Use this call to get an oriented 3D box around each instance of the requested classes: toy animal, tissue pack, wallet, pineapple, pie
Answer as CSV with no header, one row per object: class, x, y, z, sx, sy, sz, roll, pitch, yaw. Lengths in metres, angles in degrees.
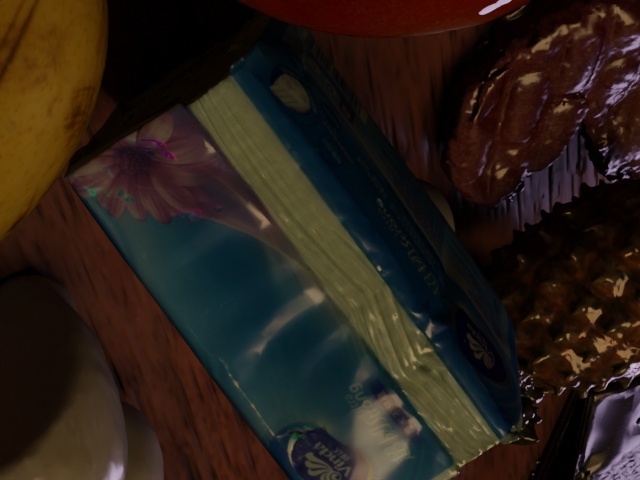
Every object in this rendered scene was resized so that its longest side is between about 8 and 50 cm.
toy animal,-0.188,0.217,1.246,0.196,0.241,0.368,-22,144,-5
tissue pack,-0.009,0.009,1.046,0.146,0.198,0.263,-33,102,12
wallet,0.320,0.206,1.721,0.221,0.071,0.262,-10,134,-22
pineapple,0.126,0.066,1.290,0.310,0.170,0.141,-28,175,11
pie,0.189,-0.105,1.262,0.218,0.054,0.204,-2,137,-29

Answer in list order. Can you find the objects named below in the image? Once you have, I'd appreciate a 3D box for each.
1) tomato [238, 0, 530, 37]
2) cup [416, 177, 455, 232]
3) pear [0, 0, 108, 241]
tomato,0.028,-0.236,0.840,0.298,0.298,0.226,-53,178,30
cup,0.003,-0.010,1.236,0.133,0.136,0.099,14,84,-43
pear,-0.230,-0.106,0.814,0.280,0.281,0.281,-18,143,-14
